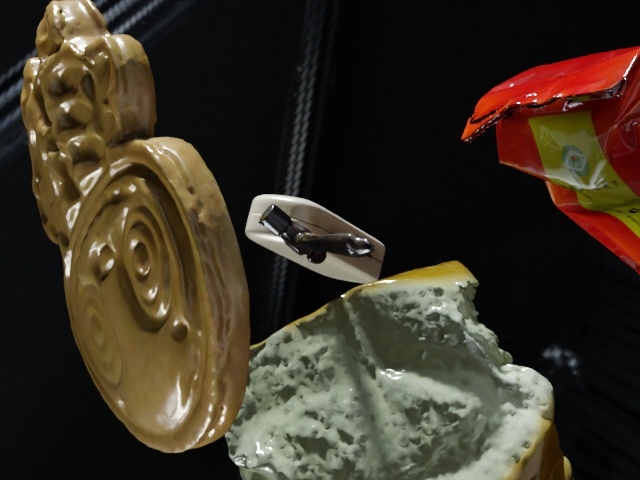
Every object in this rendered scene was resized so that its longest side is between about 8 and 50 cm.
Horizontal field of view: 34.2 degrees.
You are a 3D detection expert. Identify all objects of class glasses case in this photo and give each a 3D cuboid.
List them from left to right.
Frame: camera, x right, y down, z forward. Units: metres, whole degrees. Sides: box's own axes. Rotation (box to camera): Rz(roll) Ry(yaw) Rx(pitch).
[{"bbox_3d":[-0.002,0.001,1.078,0.196,0.083,0.050,29,-110,-59],"label":"glasses case"}]

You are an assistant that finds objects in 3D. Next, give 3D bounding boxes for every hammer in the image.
[{"bbox_3d":[0.000,0.000,0.764,0.065,0.178,0.021,38,-97,-14],"label":"hammer"}]

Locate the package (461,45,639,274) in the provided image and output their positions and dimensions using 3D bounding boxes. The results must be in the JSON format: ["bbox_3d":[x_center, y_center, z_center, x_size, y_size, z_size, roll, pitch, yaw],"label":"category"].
[{"bbox_3d":[0.322,-0.042,0.901,0.423,0.196,0.123,32,-107,-29],"label":"package"}]

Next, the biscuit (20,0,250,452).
[{"bbox_3d":[-0.123,-0.011,0.622,0.044,0.289,0.202,-13,-19,-34],"label":"biscuit"}]

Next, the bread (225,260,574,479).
[{"bbox_3d":[0.068,0.184,0.830,0.250,0.225,0.279,-24,-34,3],"label":"bread"}]
